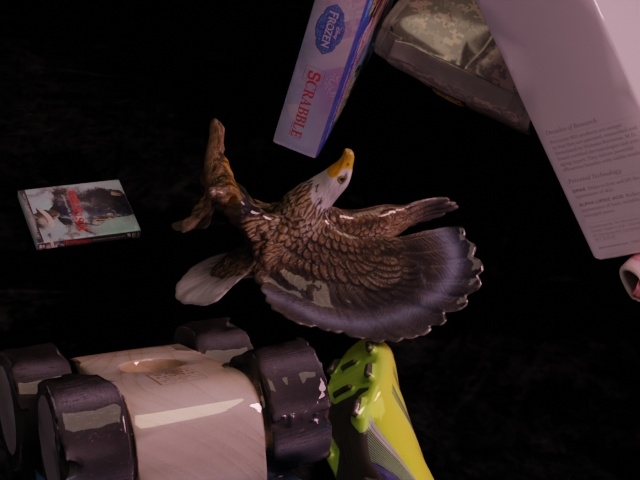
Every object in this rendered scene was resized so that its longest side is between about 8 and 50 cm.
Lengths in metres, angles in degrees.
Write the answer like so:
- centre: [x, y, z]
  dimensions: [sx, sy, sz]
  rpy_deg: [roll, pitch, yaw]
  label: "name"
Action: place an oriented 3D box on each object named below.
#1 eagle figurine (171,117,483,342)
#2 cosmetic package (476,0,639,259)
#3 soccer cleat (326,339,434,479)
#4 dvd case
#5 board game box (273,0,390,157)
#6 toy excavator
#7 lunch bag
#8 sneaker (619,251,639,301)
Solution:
- centre: [0.005, -0.005, 1.376]
  dimensions: [0.298, 0.225, 0.226]
  rpy_deg: [25, 65, -17]
  label: "eagle figurine"
- centre: [0.367, -0.197, 1.567]
  dimensions: [0.217, 0.156, 0.385]
  rpy_deg: [-41, 109, -43]
  label: "cosmetic package"
- centre: [0.065, 0.220, 1.263]
  dimensions: [0.121, 0.093, 0.289]
  rpy_deg: [34, 30, -29]
  label: "soccer cleat"
- centre: [-0.272, -0.030, 1.438]
  dimensions: [0.119, 0.013, 0.087]
  rpy_deg: [-8, 49, -25]
  label: "dvd case"
- centre: [0.052, -0.318, 1.620]
  dimensions: [0.066, 0.318, 0.318]
  rpy_deg: [23, 44, 3]
  label: "board game box"
- centre: [-0.093, 0.311, 1.022]
  dimensions: [0.222, 0.445, 0.433]
  rpy_deg: [-8, 8, -24]
  label: "toy excavator"
- centre: [0.221, -0.267, 1.735]
  dimensions: [0.235, 0.169, 0.287]
  rpy_deg: [29, 39, 10]
  label: "lunch bag"
- centre: [0.421, 0.066, 1.550]
  dimensions: [0.070, 0.051, 0.134]
  rpy_deg: [-28, 60, -30]
  label: "sneaker"
